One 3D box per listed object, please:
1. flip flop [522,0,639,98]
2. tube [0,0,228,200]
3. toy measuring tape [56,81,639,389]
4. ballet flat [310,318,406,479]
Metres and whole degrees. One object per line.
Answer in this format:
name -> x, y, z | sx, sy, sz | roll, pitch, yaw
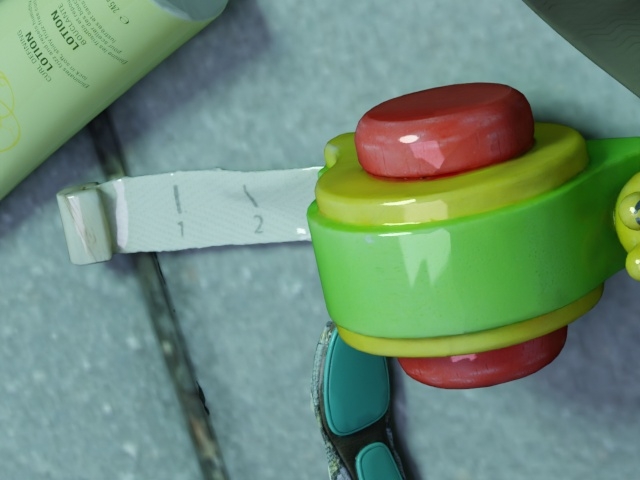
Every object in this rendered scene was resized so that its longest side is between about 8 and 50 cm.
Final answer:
flip flop -> 0.155, -0.018, 0.565 | 0.112, 0.080, 0.277 | -11, 137, 37
tube -> -0.138, -0.070, 0.814 | 0.240, 0.062, 0.070 | -29, 52, 40
toy measuring tape -> 0.000, 0.000, 0.721 | 0.330, 0.121, 0.121 | -2, 107, 32
ballet flat -> 0.013, 0.085, 0.794 | 0.041, 0.041, 0.114 | -5, 104, 32
